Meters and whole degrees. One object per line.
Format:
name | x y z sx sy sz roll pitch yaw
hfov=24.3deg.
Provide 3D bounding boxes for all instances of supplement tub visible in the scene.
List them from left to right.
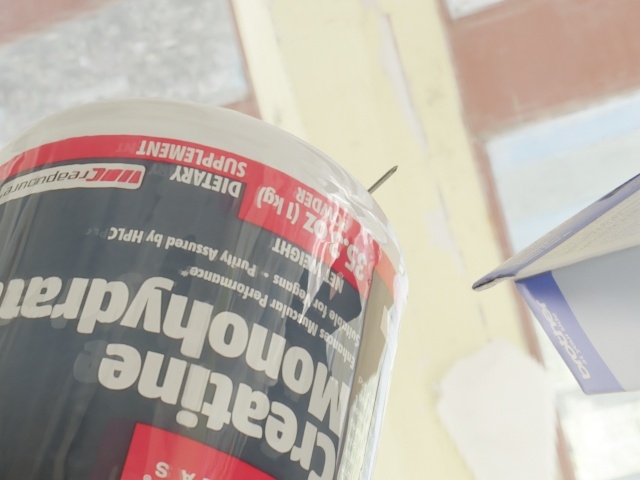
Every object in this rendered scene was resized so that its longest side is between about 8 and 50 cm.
supplement tub | -0.076 0.099 0.574 0.191 0.272 0.191 8 144 6

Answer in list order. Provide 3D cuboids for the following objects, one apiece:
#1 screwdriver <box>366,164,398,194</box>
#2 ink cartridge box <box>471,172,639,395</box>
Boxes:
screwdriver | 0.000 0.000 1.055 0.170 0.024 0.025 -40 153 25
ink cartridge box | 0.180 -0.024 0.468 0.186 0.065 0.311 -33 -177 -16
